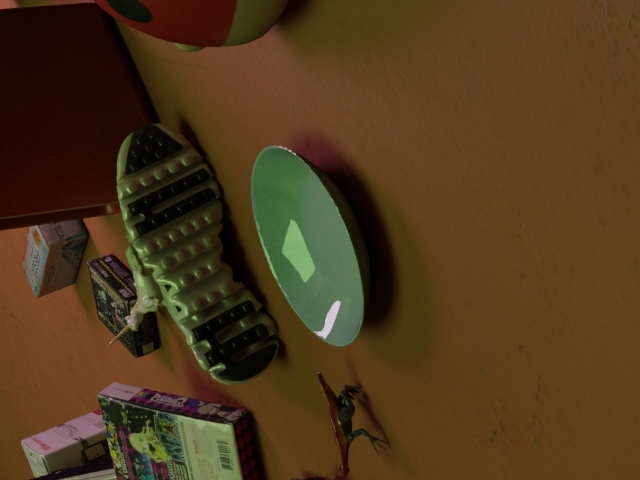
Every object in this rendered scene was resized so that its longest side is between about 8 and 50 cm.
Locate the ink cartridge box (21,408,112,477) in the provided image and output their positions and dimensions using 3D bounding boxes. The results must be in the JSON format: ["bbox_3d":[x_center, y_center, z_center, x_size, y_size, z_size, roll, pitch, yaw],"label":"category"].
[{"bbox_3d":[-0.348,0.303,2.219,0.109,0.150,0.063,10,119,63],"label":"ink cartridge box"}]

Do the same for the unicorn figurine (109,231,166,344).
[{"bbox_3d":[-0.213,0.058,1.862,0.111,0.060,0.162,18,110,61],"label":"unicorn figurine"}]

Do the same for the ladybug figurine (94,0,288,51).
[{"bbox_3d":[-0.135,-0.342,1.220,0.305,0.162,0.449,42,145,44],"label":"ladybug figurine"}]

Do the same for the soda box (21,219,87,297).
[{"bbox_3d":[-0.379,0.016,2.150,0.058,0.063,0.183,61,156,14],"label":"soda box"}]

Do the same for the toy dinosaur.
[{"bbox_3d":[0.017,0.183,1.456,0.047,0.090,0.082,-36,33,55],"label":"toy dinosaur"}]

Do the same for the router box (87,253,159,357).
[{"bbox_3d":[-0.259,0.085,1.988,0.122,0.038,0.092,38,142,48],"label":"router box"}]

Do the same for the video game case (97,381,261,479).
[{"bbox_3d":[-0.162,0.296,1.852,0.210,0.042,0.232,7,118,33],"label":"video game case"}]

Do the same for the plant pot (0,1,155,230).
[{"bbox_3d":[-0.345,-0.138,1.744,0.267,0.267,0.235,-11,88,65],"label":"plant pot"}]

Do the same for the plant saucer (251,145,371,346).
[{"bbox_3d":[0.000,0.000,1.378,0.195,0.037,0.195,45,148,40],"label":"plant saucer"}]

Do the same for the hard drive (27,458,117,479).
[{"bbox_3d":[-0.255,0.410,2.040,0.339,0.064,0.237,-16,95,38],"label":"hard drive"}]

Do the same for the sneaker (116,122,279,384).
[{"bbox_3d":[-0.145,0.018,1.628,0.292,0.110,0.118,69,165,-1],"label":"sneaker"}]

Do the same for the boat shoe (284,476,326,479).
[{"bbox_3d":[-0.004,0.284,1.581,0.073,0.073,0.207,66,156,-1],"label":"boat shoe"}]
